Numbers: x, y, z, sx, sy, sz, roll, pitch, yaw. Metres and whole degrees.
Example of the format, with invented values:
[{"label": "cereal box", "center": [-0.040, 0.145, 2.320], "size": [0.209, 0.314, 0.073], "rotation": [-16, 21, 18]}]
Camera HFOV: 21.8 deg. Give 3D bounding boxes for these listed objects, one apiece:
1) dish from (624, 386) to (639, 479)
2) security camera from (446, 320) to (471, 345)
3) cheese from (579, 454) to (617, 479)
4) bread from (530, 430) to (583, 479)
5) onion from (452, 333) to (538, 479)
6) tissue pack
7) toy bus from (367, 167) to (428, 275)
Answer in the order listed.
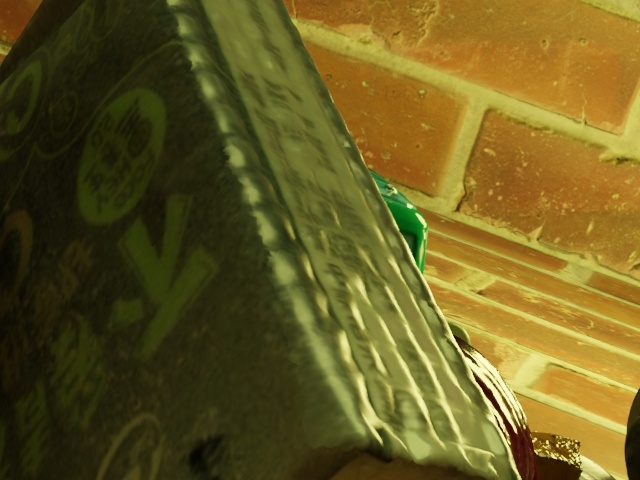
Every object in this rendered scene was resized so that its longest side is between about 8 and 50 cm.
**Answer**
[{"label": "dish", "center": [0.344, 0.192, 1.534], "size": [0.086, 0.228, 0.236], "rotation": [-8, 47, -24]}, {"label": "security camera", "center": [0.137, 0.133, 1.927], "size": [0.058, 0.058, 0.092], "rotation": [22, 22, 18]}, {"label": "cheese", "center": [0.256, 0.241, 1.530], "size": [0.105, 0.042, 0.191], "rotation": [14, 17, -49]}, {"label": "bread", "center": [0.187, 0.210, 1.457], "size": [0.070, 0.083, 0.077], "rotation": [16, 14, -4]}, {"label": "onion", "center": [0.038, 0.162, 1.036], "size": [0.272, 0.230, 0.256], "rotation": [10, 10, -6]}, {"label": "tissue pack", "center": [-0.090, 0.055, 0.804], "size": [0.124, 0.288, 0.394], "rotation": [20, 31, -35]}, {"label": "toy bus", "center": [0.000, 0.000, 1.947], "size": [0.183, 0.199, 0.343], "rotation": [15, 9, -16]}]
